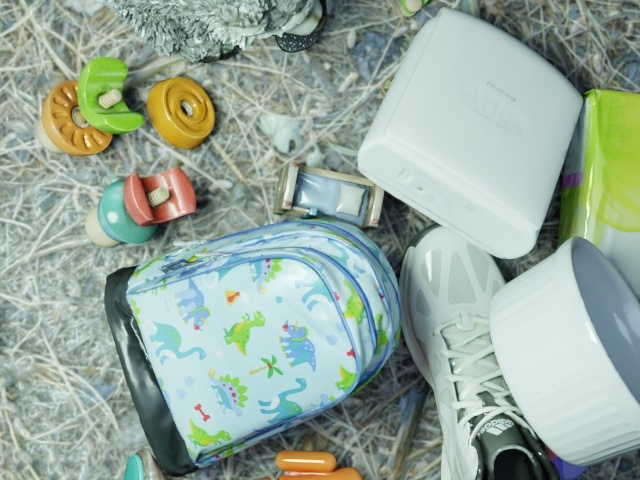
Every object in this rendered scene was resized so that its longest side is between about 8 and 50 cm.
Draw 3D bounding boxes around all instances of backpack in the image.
[{"bbox_3d":[-0.072,0.115,1.447,0.356,0.273,0.290,-18,89,2],"label":"backpack"}]

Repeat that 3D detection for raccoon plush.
[{"bbox_3d":[-0.210,-0.344,1.442,0.446,0.299,0.216,8,93,-12],"label":"raccoon plush"}]

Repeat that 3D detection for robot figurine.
[{"bbox_3d":[-0.013,0.365,1.541,0.219,0.128,0.158,-6,128,-8],"label":"robot figurine"}]

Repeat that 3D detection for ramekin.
[{"bbox_3d":[0.329,0.147,1.467,0.135,0.277,0.277,-31,92,24],"label":"ramekin"}]

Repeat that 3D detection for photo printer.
[{"bbox_3d":[0.210,-0.157,1.551,0.256,0.107,0.307,32,53,-7],"label":"photo printer"}]

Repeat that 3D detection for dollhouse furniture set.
[{"bbox_3d":[0.000,0.000,1.556,0.129,0.129,0.183,11,86,-7],"label":"dollhouse furniture set"}]

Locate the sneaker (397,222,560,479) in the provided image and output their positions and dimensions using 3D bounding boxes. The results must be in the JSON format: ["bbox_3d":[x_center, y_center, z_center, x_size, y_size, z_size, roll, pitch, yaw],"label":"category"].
[{"bbox_3d":[0.226,0.189,1.514,0.169,0.257,0.447,-11,89,-8],"label":"sneaker"}]

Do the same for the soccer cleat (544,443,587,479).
[{"bbox_3d":[0.381,0.214,1.616,0.083,0.095,0.248,26,84,-6],"label":"soccer cleat"}]

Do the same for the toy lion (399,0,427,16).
[{"bbox_3d":[0.122,-0.379,1.642,0.100,0.034,0.096,44,75,-4],"label":"toy lion"}]

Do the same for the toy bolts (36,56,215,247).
[{"bbox_3d":[-0.254,-0.103,1.551,0.218,0.158,0.228,-5,75,-48],"label":"toy bolts"}]

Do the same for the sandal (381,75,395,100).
[{"bbox_3d":[0.152,-0.155,1.624,0.180,0.049,0.072,43,55,11],"label":"sandal"}]

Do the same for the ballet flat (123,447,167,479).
[{"bbox_3d":[-0.212,0.428,1.536,0.106,0.107,0.316,5,92,-27],"label":"ballet flat"}]

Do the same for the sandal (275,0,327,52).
[{"bbox_3d":[-0.022,-0.335,1.619,0.067,0.040,0.179,15,71,-12],"label":"sandal"}]

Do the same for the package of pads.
[{"bbox_3d":[0.450,-0.056,1.634,0.229,0.101,0.296,5,86,-8],"label":"package of pads"}]
